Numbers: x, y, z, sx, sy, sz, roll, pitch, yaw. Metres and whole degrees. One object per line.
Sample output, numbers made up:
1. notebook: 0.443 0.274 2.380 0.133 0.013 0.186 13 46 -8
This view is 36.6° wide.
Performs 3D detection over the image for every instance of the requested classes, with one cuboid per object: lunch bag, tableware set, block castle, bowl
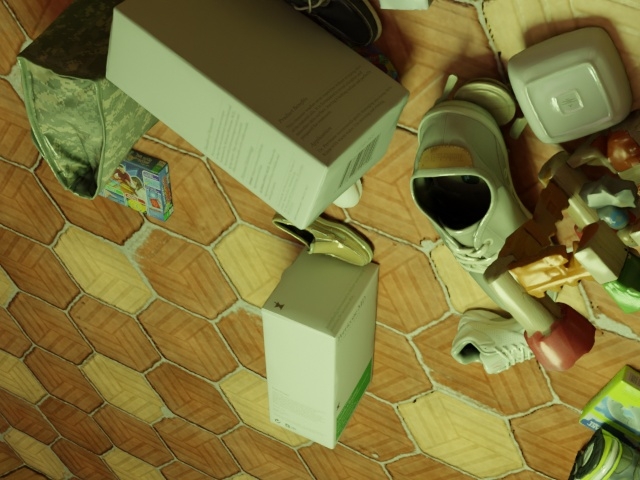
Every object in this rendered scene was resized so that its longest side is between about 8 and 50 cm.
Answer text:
1. lunch bag: -0.361 -0.237 1.596 0.169 0.235 0.287 19 140 11
2. tableware set: 0.221 -0.171 1.394 0.128 0.039 0.194 20 148 0
3. block castle: 0.448 -0.017 1.170 0.213 0.303 0.453 45 142 -15
4. bowl: 0.323 -0.191 1.253 0.142 0.053 0.142 -17 121 26

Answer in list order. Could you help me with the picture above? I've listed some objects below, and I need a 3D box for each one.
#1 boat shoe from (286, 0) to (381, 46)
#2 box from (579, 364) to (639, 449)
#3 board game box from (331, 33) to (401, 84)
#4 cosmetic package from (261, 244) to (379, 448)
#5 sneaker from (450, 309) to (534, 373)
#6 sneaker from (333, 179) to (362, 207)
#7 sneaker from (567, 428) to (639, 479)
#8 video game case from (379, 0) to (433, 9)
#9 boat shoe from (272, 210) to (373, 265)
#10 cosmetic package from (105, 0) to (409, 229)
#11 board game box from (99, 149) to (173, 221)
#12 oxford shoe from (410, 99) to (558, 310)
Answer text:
1. boat shoe: -0.018 -0.345 1.354 0.233 0.079 0.084 39 141 -8
2. box: 0.524 0.295 1.662 0.109 0.042 0.178 30 142 7
3. board game box: 0.043 -0.230 1.466 0.133 0.033 0.169 36 143 -1
4. cosmetic package: 0.000 0.202 1.832 0.155 0.197 0.365 21 142 17
5. sneaker: 0.323 0.182 1.629 0.232 0.115 0.090 -8 126 42
6. sneaker: -0.023 -0.132 1.572 0.090 0.095 0.235 -17 121 44
7. sneaker: 0.512 0.433 1.731 0.121 0.111 0.300 23 159 12
8. video game case: 0.117 -0.416 1.014 0.061 0.269 0.244 9 136 27
9. boat shoe: 0.000 0.000 1.713 0.190 0.072 0.068 29 142 7
10. cosmetic package: -0.095 -0.224 1.389 0.385 0.217 0.156 38 145 12
11. board game box: -0.386 -0.126 1.899 0.201 0.035 0.136 22 141 16
12. oxford shoe: 0.243 -0.010 1.451 0.169 0.130 0.449 -2 140 29
